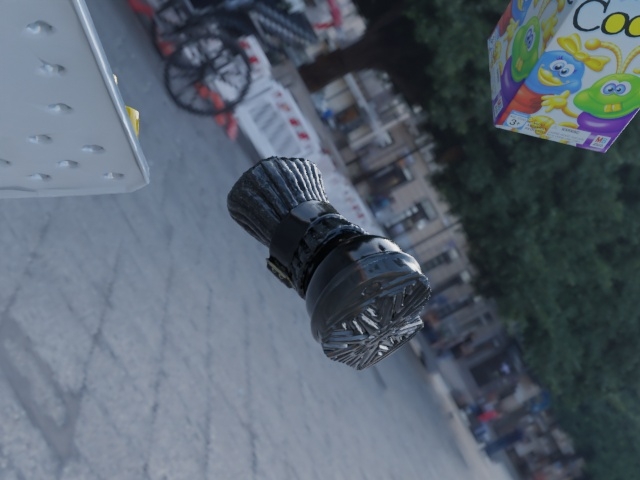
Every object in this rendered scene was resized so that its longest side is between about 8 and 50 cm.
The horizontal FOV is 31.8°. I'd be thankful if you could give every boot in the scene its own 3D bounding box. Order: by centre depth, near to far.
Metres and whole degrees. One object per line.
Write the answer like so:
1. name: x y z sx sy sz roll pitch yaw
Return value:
1. boot: -0.003 0.003 1.264 0.260 0.131 0.348 57 -6 15

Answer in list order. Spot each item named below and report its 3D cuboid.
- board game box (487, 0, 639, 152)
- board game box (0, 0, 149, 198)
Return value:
1. board game box: 0.301 -0.243 1.201 0.275 0.144 0.142 117 -19 -52
2. board game box: -0.294 -0.103 0.487 0.390 0.390 0.050 90 -2 -72
